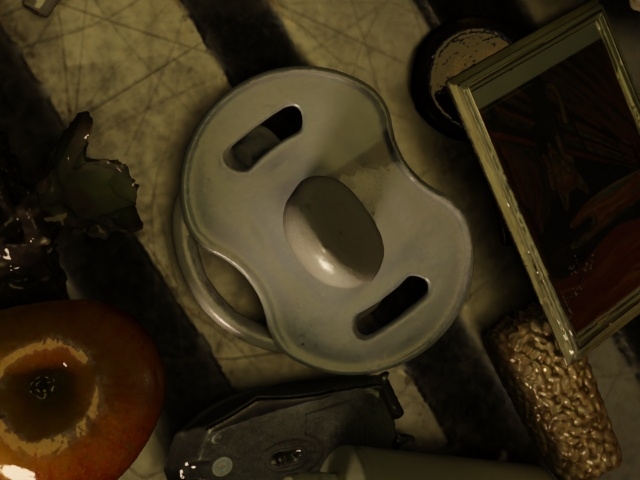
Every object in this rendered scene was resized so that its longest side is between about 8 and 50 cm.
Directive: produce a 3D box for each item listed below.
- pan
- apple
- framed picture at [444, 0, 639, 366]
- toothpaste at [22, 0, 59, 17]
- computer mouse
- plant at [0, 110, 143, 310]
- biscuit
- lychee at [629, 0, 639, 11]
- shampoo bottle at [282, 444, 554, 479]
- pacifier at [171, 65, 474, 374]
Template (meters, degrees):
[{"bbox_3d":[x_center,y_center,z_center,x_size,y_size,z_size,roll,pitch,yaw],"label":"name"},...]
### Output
[{"bbox_3d":[0.148,-0.096,1.359,0.115,0.040,0.212,-14,97,-6],"label":"pan"},{"bbox_3d":[-0.218,0.133,1.227,0.195,0.173,0.160,-7,85,-13],"label":"apple"},{"bbox_3d":[0.235,-0.057,1.348,0.216,0.016,0.273,-32,102,-35],"label":"framed picture"},{"bbox_3d":[-0.186,-0.285,1.277,0.052,0.033,0.218,31,83,-17],"label":"toothpaste"},{"bbox_3d":[-0.028,0.174,1.325,0.231,0.071,0.126,-9,109,-24],"label":"computer mouse"},{"bbox_3d":[-0.246,-0.017,1.223,0.203,0.131,0.142,-33,143,-1],"label":"plant"},{"bbox_3d":[0.209,0.139,1.367,0.070,0.082,0.168,-26,99,-12],"label":"biscuit"},{"bbox_3d":[0.309,-0.310,1.270,0.255,0.255,0.274,-2,102,-12],"label":"lychee"},{"bbox_3d":[0.083,0.223,1.307,0.262,0.085,0.085,11,92,-31],"label":"shampoo bottle"},{"bbox_3d":[0.000,0.000,1.247,0.227,0.207,0.279,-38,100,-1],"label":"pacifier"}]
